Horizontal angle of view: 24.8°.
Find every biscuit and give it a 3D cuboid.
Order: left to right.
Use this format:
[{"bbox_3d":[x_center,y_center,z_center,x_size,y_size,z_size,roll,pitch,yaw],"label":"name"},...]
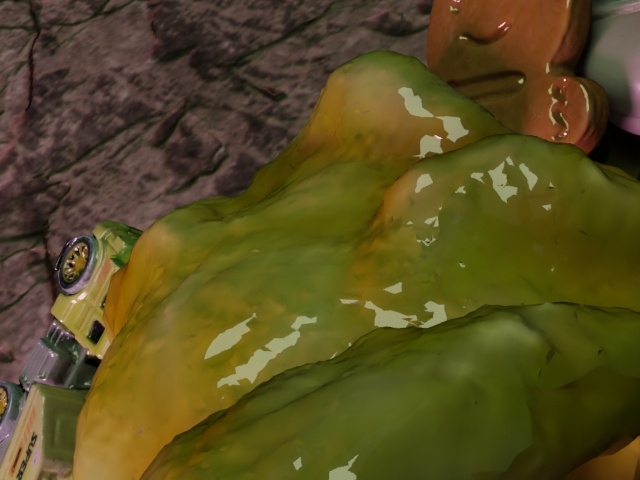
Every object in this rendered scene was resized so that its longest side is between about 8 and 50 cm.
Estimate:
[{"bbox_3d":[0.089,-0.073,0.717,0.133,0.027,0.184,18,97,55],"label":"biscuit"}]

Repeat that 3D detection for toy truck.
[{"bbox_3d":[-0.102,0.084,0.690,0.100,0.077,0.169,33,95,53],"label":"toy truck"}]

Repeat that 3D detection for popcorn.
[{"bbox_3d":[0.047,0.088,0.448,0.321,0.325,0.290,6,69,28],"label":"popcorn"}]

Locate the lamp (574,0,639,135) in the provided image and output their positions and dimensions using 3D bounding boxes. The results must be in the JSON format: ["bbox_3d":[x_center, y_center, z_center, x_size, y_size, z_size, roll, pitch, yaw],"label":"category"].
[{"bbox_3d":[0.174,-0.154,0.741,0.180,0.108,0.246,-24,41,19],"label":"lamp"}]

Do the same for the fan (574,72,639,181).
[{"bbox_3d":[0.199,-0.024,0.686,0.230,0.011,0.335,-24,42,12],"label":"fan"}]
